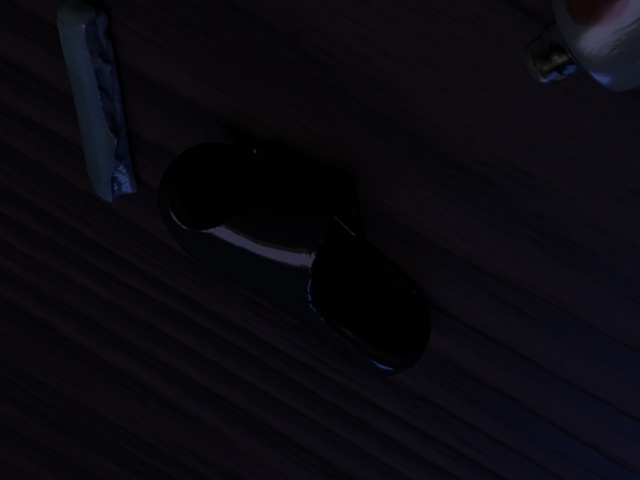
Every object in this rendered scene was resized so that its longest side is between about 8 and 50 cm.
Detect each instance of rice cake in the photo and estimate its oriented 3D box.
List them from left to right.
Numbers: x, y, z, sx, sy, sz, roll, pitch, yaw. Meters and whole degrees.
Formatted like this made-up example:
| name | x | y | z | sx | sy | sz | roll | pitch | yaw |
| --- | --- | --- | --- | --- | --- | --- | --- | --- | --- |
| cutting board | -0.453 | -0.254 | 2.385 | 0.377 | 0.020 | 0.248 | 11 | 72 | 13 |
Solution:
| name | x | y | z | sx | sy | sz | roll | pitch | yaw |
| --- | --- | --- | --- | --- | --- | --- | --- | --- | --- |
| rice cake | -0.169 | -0.104 | 1.135 | 0.042 | 0.030 | 0.180 | 26 | 140 | 29 |

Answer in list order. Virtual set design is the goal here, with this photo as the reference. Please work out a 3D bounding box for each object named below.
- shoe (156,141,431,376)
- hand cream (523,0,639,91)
| name | x | y | z | sx | sy | sz | roll | pitch | yaw |
| --- | --- | --- | --- | --- | --- | --- | --- | --- | --- |
| shoe | 0.000 | 0.000 | 1.077 | 0.241 | 0.108 | 0.093 | 38 | 137 | -15 |
| hand cream | 0.248 | -0.169 | 0.794 | 0.341 | 0.077 | 0.124 | -28 | 109 | 40 |
